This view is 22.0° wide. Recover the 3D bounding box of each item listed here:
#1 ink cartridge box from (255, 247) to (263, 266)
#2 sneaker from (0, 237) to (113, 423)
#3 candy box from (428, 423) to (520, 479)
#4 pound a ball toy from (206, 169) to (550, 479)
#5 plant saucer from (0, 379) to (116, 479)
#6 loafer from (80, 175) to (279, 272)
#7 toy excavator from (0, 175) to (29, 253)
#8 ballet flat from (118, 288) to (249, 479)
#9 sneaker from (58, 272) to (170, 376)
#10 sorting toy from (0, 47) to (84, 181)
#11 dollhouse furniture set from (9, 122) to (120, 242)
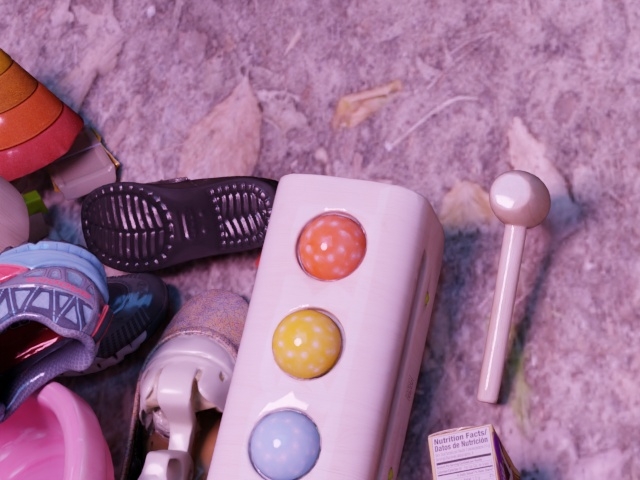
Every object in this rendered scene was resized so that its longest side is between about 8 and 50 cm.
[{"bbox_3d":[0.000,0.000,1.407,0.115,0.029,0.063,10,67,24],"label":"ink cartridge box"},{"bbox_3d":[-0.284,0.092,1.250,0.262,0.104,0.125,-26,39,4],"label":"sneaker"},{"bbox_3d":[0.123,0.239,1.186,0.053,0.109,0.187,-12,59,14],"label":"candy box"},{"bbox_3d":[0.044,0.075,1.268,0.208,0.136,0.319,8,73,19],"label":"pound a ball toy"},{"bbox_3d":[-0.258,0.268,1.256,0.332,0.084,0.332,-36,35,31],"label":"plant saucer"},{"bbox_3d":[-0.112,-0.016,1.439,0.220,0.078,0.080,-1,96,31],"label":"loafer"},{"bbox_3d":[-0.511,0.064,1.402,0.433,0.222,0.445,26,81,34],"label":"toy excavator"},{"bbox_3d":[-0.110,0.167,1.310,0.107,0.106,0.316,2,64,12],"label":"ballet flat"},{"bbox_3d":[-0.247,0.072,1.411,0.234,0.106,0.078,-17,57,11],"label":"sneaker"},{"bbox_3d":[-0.404,-0.120,1.538,0.365,0.126,0.127,-6,33,23],"label":"sorting toy"},{"bbox_3d":[-0.261,-0.043,1.530,0.151,0.058,0.076,-23,48,-16],"label":"dollhouse furniture set"}]
